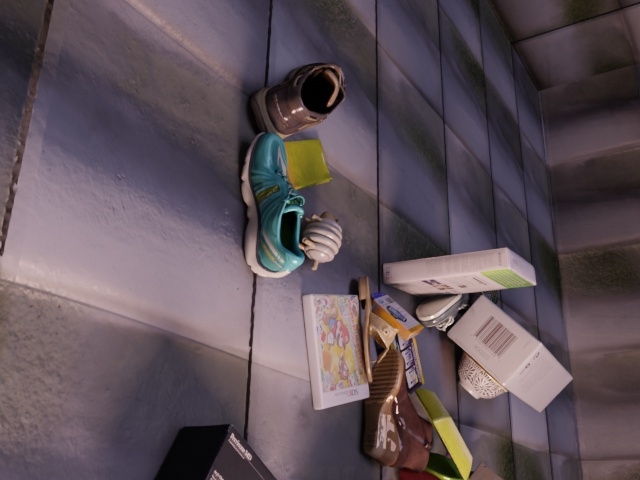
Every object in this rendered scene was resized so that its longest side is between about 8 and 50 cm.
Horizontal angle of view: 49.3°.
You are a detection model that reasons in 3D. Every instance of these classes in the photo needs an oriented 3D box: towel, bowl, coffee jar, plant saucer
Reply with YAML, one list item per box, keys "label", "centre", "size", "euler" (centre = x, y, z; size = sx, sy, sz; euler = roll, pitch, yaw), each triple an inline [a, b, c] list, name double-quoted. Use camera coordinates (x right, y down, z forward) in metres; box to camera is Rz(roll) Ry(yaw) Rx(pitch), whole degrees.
- label: "towel"
  centre: [-0.045, -0.160, 1.457]
  size: [0.237, 0.021, 0.102]
  euler: [-21, 99, -60]
- label: "bowl"
  centre: [0.457, 0.409, 2.040]
  size: [0.170, 0.080, 0.170]
  euler: [42, 3, -3]
- label: "coffee jar"
  centre: [0.508, 0.189, 2.234]
  size: [0.184, 0.079, 0.096]
  euler: [-21, 99, -60]
- label: "plant saucer"
  centre: [0.306, 0.461, 1.707]
  size: [0.188, 0.045, 0.188]
  euler: [62, -1, -15]

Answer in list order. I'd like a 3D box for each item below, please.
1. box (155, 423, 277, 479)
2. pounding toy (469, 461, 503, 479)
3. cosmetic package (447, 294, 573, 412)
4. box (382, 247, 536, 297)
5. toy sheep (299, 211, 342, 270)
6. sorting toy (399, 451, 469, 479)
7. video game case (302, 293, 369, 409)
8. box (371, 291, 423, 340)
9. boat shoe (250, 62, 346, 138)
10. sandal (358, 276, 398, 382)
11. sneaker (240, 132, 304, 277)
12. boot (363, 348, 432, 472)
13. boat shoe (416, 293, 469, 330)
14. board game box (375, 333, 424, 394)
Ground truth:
- label: "box"
  centre: [-0.134, 0.422, 1.014]
  size: [0.261, 0.103, 0.184]
  euler: [60, 37, -29]
- label: "pounding toy"
  centre: [0.363, 0.688, 1.779]
  size: [0.094, 0.181, 0.206]
  euler: [38, 20, 20]
- label: "cosmetic package"
  centre: [0.576, 0.349, 2.089]
  size: [0.230, 0.161, 0.453]
  euler: [44, 4, 37]
- label: "box"
  centre: [0.349, 0.086, 1.748]
  size: [0.232, 0.322, 0.058]
  euler: [24, 63, -56]
- label: "toy sheep"
  centre: [0.000, 0.000, 1.418]
  size: [0.091, 0.091, 0.132]
  euler: [43, 59, -46]
- label: "sorting toy"
  centre: [0.276, 0.606, 1.696]
  size: [0.365, 0.127, 0.126]
  euler: [4, 105, -62]
- label: "video game case"
  centre: [0.036, 0.225, 1.455]
  size: [0.206, 0.026, 0.227]
  euler: [9, 72, -59]
- label: "box"
  centre: [0.173, 0.176, 1.650]
  size: [0.136, 0.028, 0.081]
  euler: [40, 22, 21]
- label: "boat shoe"
  centre: [-0.008, -0.300, 1.457]
  size: [0.355, 0.130, 0.132]
  euler: [-51, 123, -54]
- label: "sandal"
  centre: [0.133, 0.190, 1.545]
  size: [0.088, 0.079, 0.240]
  euler: [71, 14, -65]
- label: "sneaker"
  centre: [-0.072, -0.070, 1.275]
  size: [0.107, 0.110, 0.275]
  euler: [10, 70, -48]
- label: "boot"
  centre: [0.185, 0.388, 1.576]
  size: [0.207, 0.090, 0.248]
  euler: [31, 66, -42]
- label: "boat shoe"
  centre: [0.351, 0.194, 1.925]
  size: [0.319, 0.116, 0.099]
  euler: [-25, 99, -65]
- label: "board game box"
  centre: [0.192, 0.283, 1.683]
  size: [0.141, 0.048, 0.170]
  euler: [-10, 89, -63]
